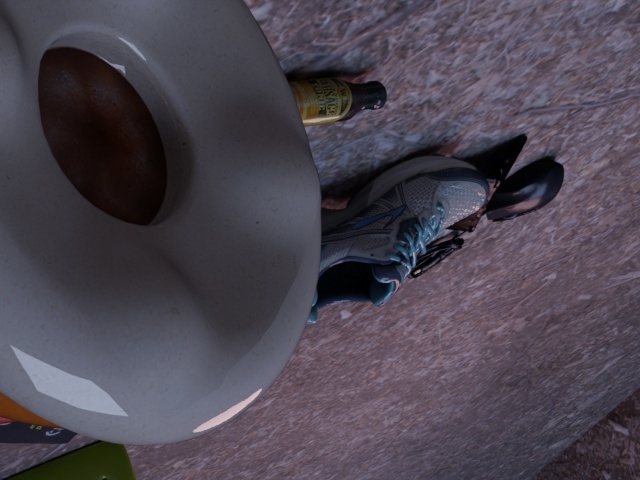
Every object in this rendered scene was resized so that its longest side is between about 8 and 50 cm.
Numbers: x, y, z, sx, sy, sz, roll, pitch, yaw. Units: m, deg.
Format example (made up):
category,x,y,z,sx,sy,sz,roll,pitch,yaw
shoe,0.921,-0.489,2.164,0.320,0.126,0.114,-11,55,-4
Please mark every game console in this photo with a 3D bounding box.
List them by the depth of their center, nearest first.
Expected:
category,x,y,z,sx,sy,sz,roll,pitch,yaw
game console,0.172,-0.068,1.627,0.107,0.071,0.122,6,150,-8

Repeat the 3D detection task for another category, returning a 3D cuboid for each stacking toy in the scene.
category,x,y,z,sx,sy,sz,roll,pitch,yaw
stacking toy,-0.272,0.006,0.892,0.480,0.350,0.350,-23,166,33

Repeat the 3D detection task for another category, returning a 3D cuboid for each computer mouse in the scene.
category,x,y,z,sx,sy,sz,roll,pitch,yaw
computer mouse,0.204,-0.018,1.745,0.242,0.041,0.071,-38,159,23

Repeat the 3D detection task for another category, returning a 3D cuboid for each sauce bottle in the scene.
category,x,y,z,sx,sy,sz,roll,pitch,yaw
sauce bottle,0.004,-0.123,1.234,0.128,0.042,0.042,-14,155,-41

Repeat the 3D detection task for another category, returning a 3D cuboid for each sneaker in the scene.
category,x,y,z,sx,sy,sz,roll,pitch,yaw
sneaker,0.065,0.010,1.467,0.283,0.122,0.110,-24,137,-17

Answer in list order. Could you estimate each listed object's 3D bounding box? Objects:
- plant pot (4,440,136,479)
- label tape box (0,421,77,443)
category,x,y,z,sx,sy,sz,roll,pitch,yaw
plant pot,-0.326,0.415,1.809,0.228,0.207,0.227,-20,158,-23
label tape box,-0.198,0.066,1.219,0.249,0.115,0.348,-40,152,22
